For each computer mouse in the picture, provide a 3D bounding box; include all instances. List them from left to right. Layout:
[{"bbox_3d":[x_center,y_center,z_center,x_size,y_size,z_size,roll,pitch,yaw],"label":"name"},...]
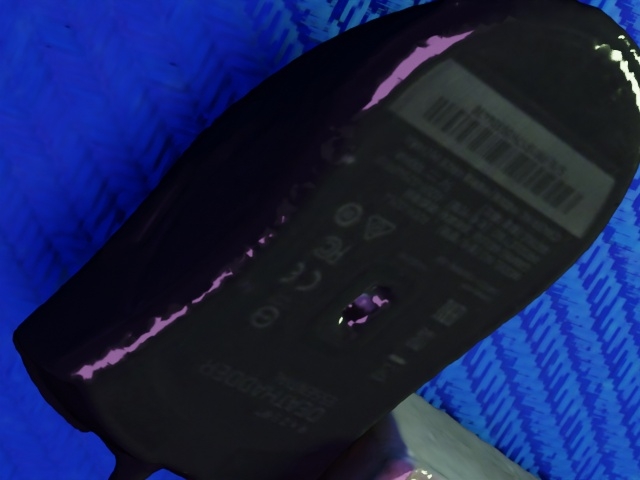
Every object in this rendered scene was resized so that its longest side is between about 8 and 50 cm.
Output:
[{"bbox_3d":[0.000,0.000,0.578,0.264,0.088,0.147,-43,132,13],"label":"computer mouse"}]

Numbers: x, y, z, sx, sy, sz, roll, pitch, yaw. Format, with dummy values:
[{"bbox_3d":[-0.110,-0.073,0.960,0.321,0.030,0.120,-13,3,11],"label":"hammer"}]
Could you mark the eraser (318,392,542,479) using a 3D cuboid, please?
[{"bbox_3d":[-0.040,0.215,0.708,0.144,0.078,0.343,37,109,-28],"label":"eraser"}]
